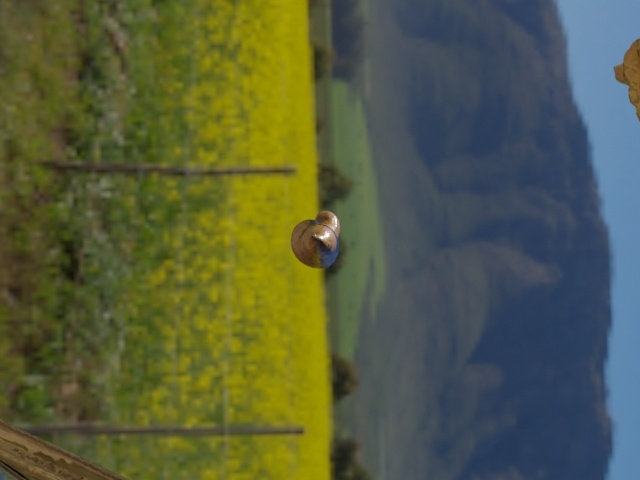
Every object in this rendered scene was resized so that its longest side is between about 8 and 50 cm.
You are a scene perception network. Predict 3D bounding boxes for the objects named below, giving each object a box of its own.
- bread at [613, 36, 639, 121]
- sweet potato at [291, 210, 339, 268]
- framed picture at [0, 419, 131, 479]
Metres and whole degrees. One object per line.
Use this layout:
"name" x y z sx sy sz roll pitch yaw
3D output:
"bread" 0.453 -0.112 1.087 0.371 0.390 0.279 117 -46 -77
"sweet potato" -0.005 0.000 1.244 0.179 0.044 0.044 -80 169 -86
"framed picture" -0.060 0.137 0.636 0.273 0.216 0.016 7 -122 56
